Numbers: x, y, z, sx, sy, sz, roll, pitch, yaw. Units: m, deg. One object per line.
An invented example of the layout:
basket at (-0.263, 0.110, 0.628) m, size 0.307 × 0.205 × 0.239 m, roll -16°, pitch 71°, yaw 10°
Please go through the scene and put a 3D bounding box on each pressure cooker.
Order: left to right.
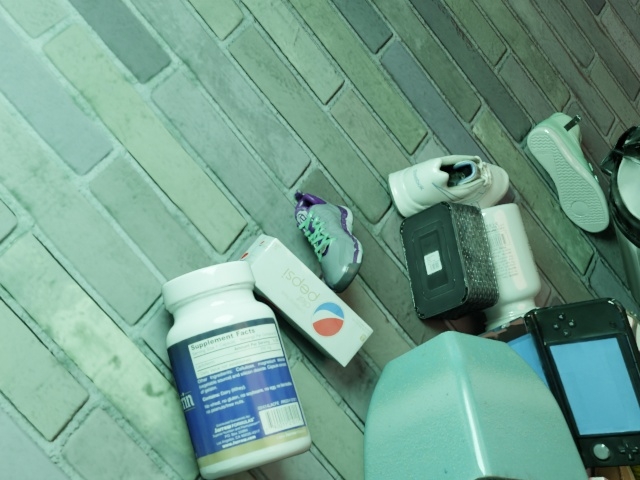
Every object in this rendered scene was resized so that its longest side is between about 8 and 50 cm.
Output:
pressure cooker at (0.761, -0.050, 2.192) m, size 0.420 × 0.370 × 0.375 m, roll 60°, pitch 23°, yaw -45°

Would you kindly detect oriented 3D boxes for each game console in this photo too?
game console at (0.391, 0.268, 1.830) m, size 0.173 × 0.250 × 0.293 m, roll -29°, pitch 101°, yaw -47°

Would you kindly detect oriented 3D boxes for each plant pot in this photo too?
plant pot at (0.216, 0.283, 1.699) m, size 0.247 × 0.248 × 0.252 m, roll 16°, pitch 54°, yaw -39°

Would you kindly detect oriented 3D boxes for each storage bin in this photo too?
storage bin at (0.215, 0.036, 1.892) m, size 0.084 × 0.122 × 0.180 m, roll 8°, pitch 66°, yaw -42°

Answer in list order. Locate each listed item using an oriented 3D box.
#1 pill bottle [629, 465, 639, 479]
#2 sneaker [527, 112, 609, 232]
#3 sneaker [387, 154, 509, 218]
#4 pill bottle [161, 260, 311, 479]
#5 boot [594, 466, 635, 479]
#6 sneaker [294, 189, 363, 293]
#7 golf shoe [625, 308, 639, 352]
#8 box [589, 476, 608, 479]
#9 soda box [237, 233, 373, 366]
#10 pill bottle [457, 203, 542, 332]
pill bottle at (0.660, 0.427, 2.068) m, size 0.188 × 0.188 × 0.334 m, roll -18°, pitch 95°, yaw -47°
sneaker at (0.534, -0.149, 2.312) m, size 0.256 × 0.094 × 0.151 m, roll 57°, pitch 40°, yaw -9°
sneaker at (0.254, -0.098, 1.990) m, size 0.297 × 0.129 × 0.111 m, roll -9°, pitch 75°, yaw -47°
pill bottle at (-0.117, 0.170, 1.484) m, size 0.153 × 0.153 × 0.264 m, roll -6°, pitch 75°, yaw -45°
boot at (0.481, 0.461, 1.982) m, size 0.165 × 0.077 × 0.213 m, roll 24°, pitch 56°, yaw -32°
sneaker at (0.000, 0.000, 1.702) m, size 0.098 × 0.083 × 0.223 m, roll 29°, pitch 19°, yaw -18°
golf shoe at (0.595, 0.231, 2.184) m, size 0.273 × 0.105 × 0.120 m, roll 47°, pitch 52°, yaw -16°
box at (0.393, 0.528, 1.724) m, size 0.142 × 0.154 × 0.300 m, roll 37°, pitch 51°, yaw -49°
soda box at (-0.025, 0.089, 1.654) m, size 0.216 × 0.069 × 0.074 m, roll 44°, pitch 79°, yaw -20°
pill bottle at (0.315, 0.061, 1.968) m, size 0.131 × 0.131 × 0.229 m, roll -8°, pitch 79°, yaw -46°
